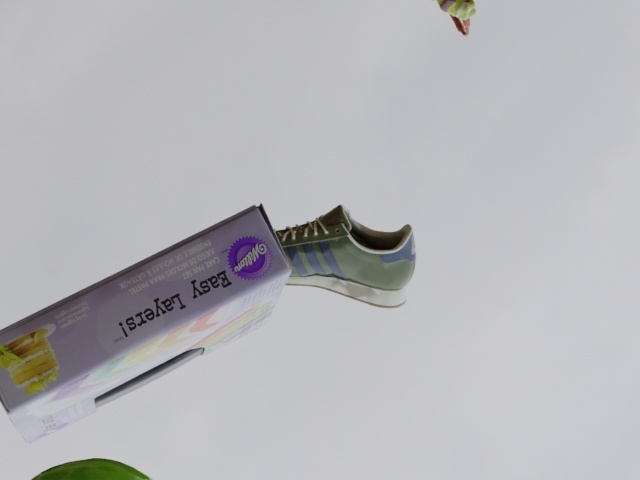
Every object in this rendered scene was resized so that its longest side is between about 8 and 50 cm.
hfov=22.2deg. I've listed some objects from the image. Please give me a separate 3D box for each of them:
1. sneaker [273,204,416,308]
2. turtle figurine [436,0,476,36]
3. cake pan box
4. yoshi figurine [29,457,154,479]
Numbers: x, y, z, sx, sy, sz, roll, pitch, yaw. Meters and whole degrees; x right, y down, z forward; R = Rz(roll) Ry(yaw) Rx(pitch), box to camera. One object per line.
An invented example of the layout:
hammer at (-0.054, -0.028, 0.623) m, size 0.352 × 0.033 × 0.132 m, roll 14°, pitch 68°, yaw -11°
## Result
sneaker at (0.000, 0.000, 1.546) m, size 0.064 × 0.192 × 0.086 m, roll -90°, pitch -165°, yaw -62°
turtle figurine at (0.098, -0.374, 2.005) m, size 0.087 × 0.269 × 0.217 m, roll -33°, pitch 170°, yaw -13°
cake pan box at (-0.154, 0.076, 1.340) m, size 0.245 × 0.070 × 0.267 m, roll -25°, pitch 172°, yaw -12°
yoshi figurine at (-0.232, 0.166, 0.957) m, size 0.203 × 0.362 × 0.203 m, roll -47°, pitch -157°, yaw 45°
